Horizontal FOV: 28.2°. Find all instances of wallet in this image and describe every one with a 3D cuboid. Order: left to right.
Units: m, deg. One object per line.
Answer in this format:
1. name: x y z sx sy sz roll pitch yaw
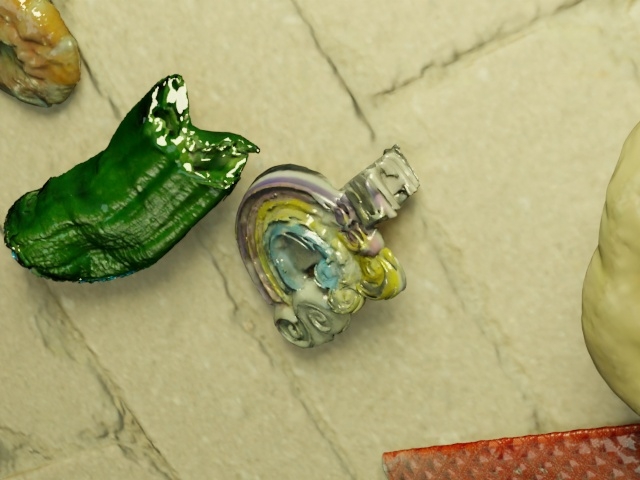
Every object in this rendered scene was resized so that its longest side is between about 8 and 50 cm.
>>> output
1. wallet: 0.143 0.177 0.867 0.197 0.020 0.103 -12 113 34

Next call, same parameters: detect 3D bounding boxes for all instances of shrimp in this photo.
1. shrimp: -0.243 -0.155 0.861 0.190 0.042 0.101 32 136 7

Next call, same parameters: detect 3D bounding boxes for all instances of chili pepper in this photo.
1. chili pepper: -0.127 -0.032 0.859 0.224 0.061 0.098 -29 97 36

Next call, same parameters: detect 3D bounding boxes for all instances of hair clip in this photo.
1. hair clip: 0.000 0.000 0.826 0.116 0.049 0.172 57 137 5

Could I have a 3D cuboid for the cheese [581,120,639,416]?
1. cheese: 0.241 0.012 0.651 0.235 0.117 0.218 -18 108 36
